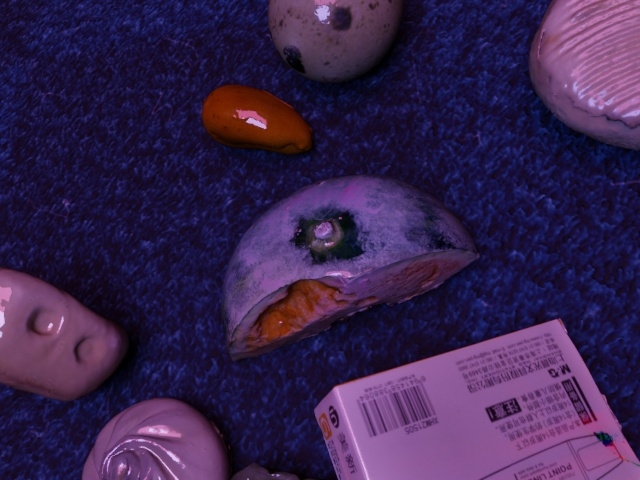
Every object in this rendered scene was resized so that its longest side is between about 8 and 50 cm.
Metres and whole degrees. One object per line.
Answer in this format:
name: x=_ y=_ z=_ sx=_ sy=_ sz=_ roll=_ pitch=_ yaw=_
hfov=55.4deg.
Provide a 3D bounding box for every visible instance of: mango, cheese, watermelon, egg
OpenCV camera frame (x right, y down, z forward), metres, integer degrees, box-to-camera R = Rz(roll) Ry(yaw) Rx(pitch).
mango: x=-0.087 y=-0.167 z=0.832 sx=0.159 sy=0.105 sz=0.084 roll=9 pitch=90 yaw=12
cheese: x=-0.354 y=0.109 z=0.734 sx=0.235 sy=0.218 sz=0.117 roll=28 pitch=73 yaw=-12
watermelon: x=-0.001 y=-0.002 z=0.706 sx=0.321 sy=0.175 sz=0.188 roll=-24 pitch=66 yaw=2
egg: x=0.029 y=-0.319 z=0.826 sx=0.176 sy=0.177 sz=0.228 roll=27 pitch=66 yaw=21

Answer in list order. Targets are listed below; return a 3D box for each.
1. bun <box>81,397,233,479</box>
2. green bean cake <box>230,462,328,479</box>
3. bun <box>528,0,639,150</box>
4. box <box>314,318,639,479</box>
bun: x=-0.190 y=0.262 z=0.677 sx=0.172 sy=0.120 sz=0.173 roll=-6 pitch=67 yaw=13
green bean cake: x=-0.019 y=0.336 z=0.620 sx=0.184 sy=0.094 sz=0.184 roll=7 pitch=71 yaw=16
bun: x=0.372 y=-0.217 z=0.726 sx=0.238 sy=0.141 sz=0.239 roll=-6 pitch=71 yaw=17
box: x=0.157 y=0.213 z=0.579 sx=0.273 sy=0.091 sz=0.221 roll=-11 pitch=64 yaw=-19
